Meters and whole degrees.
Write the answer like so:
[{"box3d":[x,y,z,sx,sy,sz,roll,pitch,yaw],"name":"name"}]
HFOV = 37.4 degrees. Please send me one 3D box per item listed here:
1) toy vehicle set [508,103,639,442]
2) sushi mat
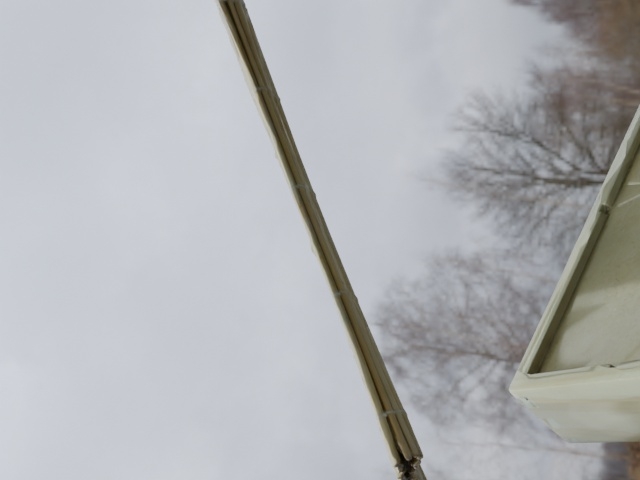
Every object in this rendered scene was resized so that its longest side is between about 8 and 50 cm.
[{"box3d":[0.182,-0.051,0.343,0.267,0.035,0.166,-58,16,-25],"name":"toy vehicle set"},{"box3d":[0.000,0.000,0.574,0.151,0.019,0.317,73,176,-68],"name":"sushi mat"}]
